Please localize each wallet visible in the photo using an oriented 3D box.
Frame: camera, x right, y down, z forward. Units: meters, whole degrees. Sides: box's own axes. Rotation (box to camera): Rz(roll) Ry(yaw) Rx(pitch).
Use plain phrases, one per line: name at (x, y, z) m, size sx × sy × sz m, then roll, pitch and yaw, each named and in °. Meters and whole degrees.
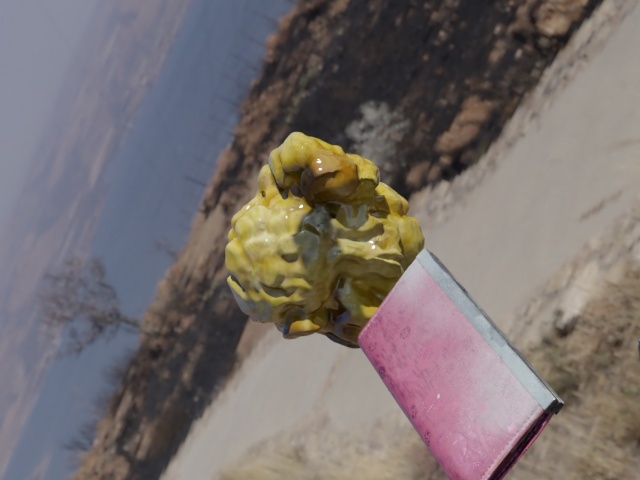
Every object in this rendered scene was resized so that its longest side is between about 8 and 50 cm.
wallet at (0.113, 0.114, 1.037) m, size 0.119 × 0.025 × 0.232 m, roll -53°, pitch 37°, yaw 14°

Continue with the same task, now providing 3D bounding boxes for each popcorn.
popcorn at (0.000, 0.000, 1.553) m, size 0.225 × 0.265 × 0.332 m, roll -106°, pitch 0°, yaw -45°

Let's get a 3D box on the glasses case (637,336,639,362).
glasses case at (0.431, 0.073, 1.257) m, size 0.056 × 0.105 × 0.266 m, roll 17°, pitch 44°, yaw 40°
